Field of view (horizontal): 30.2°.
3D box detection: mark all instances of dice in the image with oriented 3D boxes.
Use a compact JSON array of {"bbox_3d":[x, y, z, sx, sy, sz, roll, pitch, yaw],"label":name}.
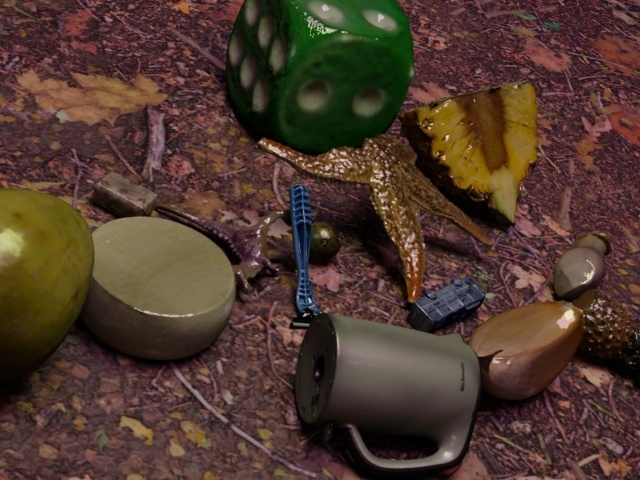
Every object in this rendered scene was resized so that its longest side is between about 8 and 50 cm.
[{"bbox_3d":[-0.003,-0.362,2.376,0.300,0.287,0.297,4,41,-27],"label":"dice"}]

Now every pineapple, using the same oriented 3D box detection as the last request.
[{"bbox_3d":[0.286,-0.154,2.402,0.344,0.286,0.209,-17,6,-35],"label":"pineapple"},{"bbox_3d":[0.545,0.193,2.095,0.251,0.125,0.125,35,35,0],"label":"pineapple"}]

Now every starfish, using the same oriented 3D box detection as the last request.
[{"bbox_3d":[0.114,-0.082,2.154,0.383,0.132,0.398,54,30,5],"label":"starfish"}]

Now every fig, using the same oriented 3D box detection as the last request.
[{"bbox_3d":[-0.426,0.048,1.594,0.258,0.258,0.326,32,32,13],"label":"fig"}]

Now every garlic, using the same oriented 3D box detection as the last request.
[{"bbox_3d":[0.320,0.178,1.924,0.245,0.164,0.145,-23,71,-40],"label":"garlic"}]

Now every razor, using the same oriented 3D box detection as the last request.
[{"bbox_3d":[-0.028,0.027,1.968,0.082,0.042,0.253,3,70,-25],"label":"razor"}]

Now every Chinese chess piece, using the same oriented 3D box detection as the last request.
[{"bbox_3d":[-0.252,0.071,1.796,0.250,0.101,0.250,15,35,-11],"label":"Chinese chess piece"}]

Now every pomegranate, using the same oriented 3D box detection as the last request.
[{"bbox_3d":[0.004,0.000,2.075,0.073,0.073,0.084,34,16,16],"label":"pomegranate"}]

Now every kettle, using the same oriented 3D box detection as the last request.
[{"bbox_3d":[0.104,0.233,1.750,0.255,0.165,0.240,12,64,-22],"label":"kettle"}]

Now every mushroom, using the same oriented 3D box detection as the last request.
[{"bbox_3d":[0.500,0.047,2.263,0.088,0.097,0.212,22,32,18],"label":"mushroom"}]

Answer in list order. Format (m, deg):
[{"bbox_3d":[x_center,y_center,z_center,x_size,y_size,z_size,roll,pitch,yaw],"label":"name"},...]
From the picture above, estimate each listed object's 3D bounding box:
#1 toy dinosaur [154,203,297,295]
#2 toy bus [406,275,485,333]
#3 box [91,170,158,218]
[{"bbox_3d":[-0.139,-0.002,1.996,0.200,0.072,0.251,-11,54,-28],"label":"toy dinosaur"},{"bbox_3d":[0.219,0.112,2.058,0.166,0.047,0.065,-21,57,-44],"label":"toy bus"},{"bbox_3d":[-0.330,-0.071,2.000,0.098,0.045,0.062,28,35,5],"label":"box"}]
